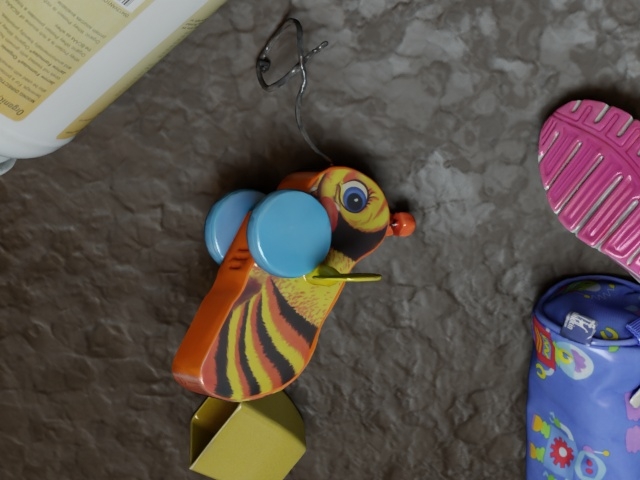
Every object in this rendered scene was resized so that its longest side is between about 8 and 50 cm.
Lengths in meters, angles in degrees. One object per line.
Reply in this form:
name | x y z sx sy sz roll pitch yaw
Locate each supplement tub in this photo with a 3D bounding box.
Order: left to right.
supplement tub | -0.213 -0.205 1.221 0.316 0.228 0.228 -39 103 17

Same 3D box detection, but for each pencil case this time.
pencil case | 0.239 0.182 1.377 0.119 0.133 0.306 -16 115 -31

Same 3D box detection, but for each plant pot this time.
plant pot | -0.059 0.170 1.430 0.083 0.081 0.081 32 110 -18

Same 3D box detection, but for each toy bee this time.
toy bee | 0.000 0.000 1.317 0.162 0.195 0.298 21 102 -29

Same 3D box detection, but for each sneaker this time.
sneaker | 0.273 -0.008 1.318 0.103 0.111 0.252 -42 79 10
